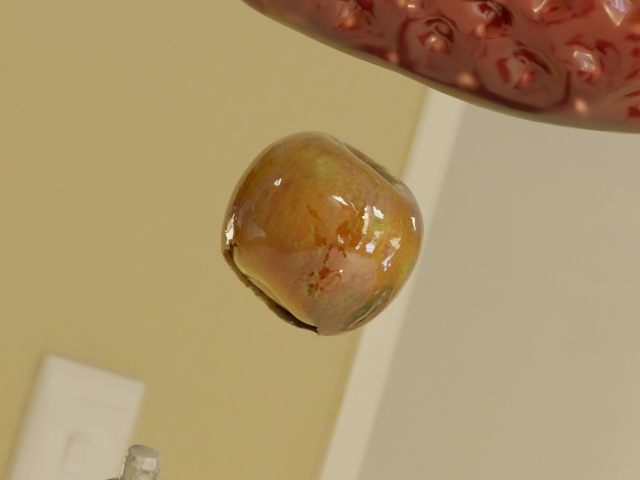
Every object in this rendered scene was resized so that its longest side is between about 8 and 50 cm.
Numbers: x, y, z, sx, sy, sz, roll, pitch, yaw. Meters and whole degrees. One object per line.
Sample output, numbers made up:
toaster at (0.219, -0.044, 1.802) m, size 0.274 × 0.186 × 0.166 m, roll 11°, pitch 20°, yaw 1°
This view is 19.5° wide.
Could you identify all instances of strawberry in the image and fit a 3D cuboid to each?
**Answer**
strawberry at (0.105, -0.211, 1.013) m, size 0.345 × 0.317 × 0.295 m, roll 3°, pitch 148°, yaw 3°

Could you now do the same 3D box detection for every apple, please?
apple at (0.000, 0.000, 2.032) m, size 0.237 × 0.207 × 0.237 m, roll 33°, pitch -173°, yaw -4°

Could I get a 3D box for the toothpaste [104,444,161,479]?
toothpaste at (-0.142, 0.253, 1.265) m, size 0.078 × 0.248 × 0.047 m, roll 20°, pitch -160°, yaw 18°
